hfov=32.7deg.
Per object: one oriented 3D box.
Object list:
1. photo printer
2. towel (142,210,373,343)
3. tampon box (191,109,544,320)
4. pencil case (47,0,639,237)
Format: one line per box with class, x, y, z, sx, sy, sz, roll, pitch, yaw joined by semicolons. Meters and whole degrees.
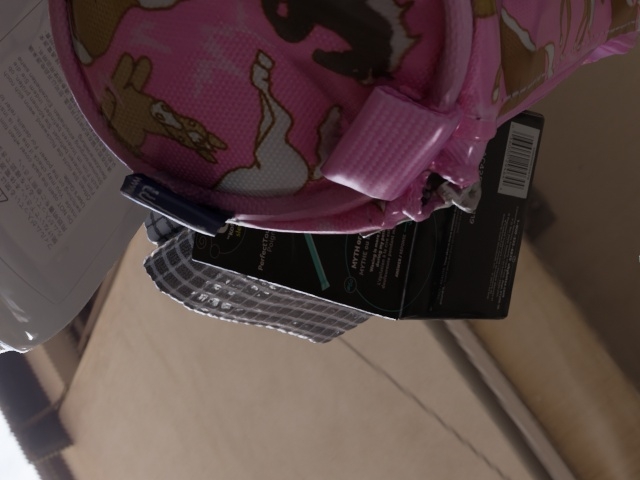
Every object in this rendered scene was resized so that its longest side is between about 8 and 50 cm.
photo printer;-0.228;-0.088;0.827;0.256;0.107;0.308;61;-141;-32
towel;0.000;0.000;1.086;0.283;0.235;0.121;24;-137;-43
tampon box;0.023;-0.029;0.617;0.101;0.161;0.121;6;-84;-48
pencil case;0.055;-0.125;0.478;0.160;0.167;0.386;7;-158;25
